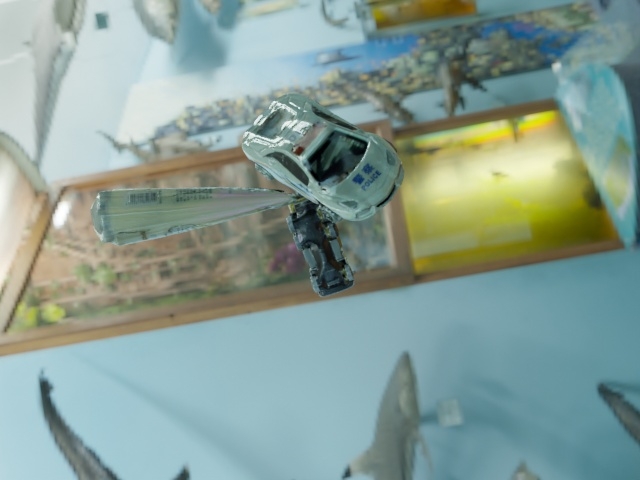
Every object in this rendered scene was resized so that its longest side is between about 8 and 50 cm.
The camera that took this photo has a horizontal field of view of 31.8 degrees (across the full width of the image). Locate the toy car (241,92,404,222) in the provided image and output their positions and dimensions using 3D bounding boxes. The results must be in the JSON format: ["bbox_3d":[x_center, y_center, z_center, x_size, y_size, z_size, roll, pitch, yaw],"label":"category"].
[{"bbox_3d":[0.000,-0.087,1.122,0.205,0.095,0.056,34,169,46],"label":"toy car"}]

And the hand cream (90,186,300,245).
[{"bbox_3d":[-0.087,-0.022,0.783,0.061,0.143,0.039,-165,69,-85],"label":"hand cream"}]

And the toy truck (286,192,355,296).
[{"bbox_3d":[0.000,0.000,1.330,0.063,0.052,0.123,-86,-24,-75],"label":"toy truck"}]
